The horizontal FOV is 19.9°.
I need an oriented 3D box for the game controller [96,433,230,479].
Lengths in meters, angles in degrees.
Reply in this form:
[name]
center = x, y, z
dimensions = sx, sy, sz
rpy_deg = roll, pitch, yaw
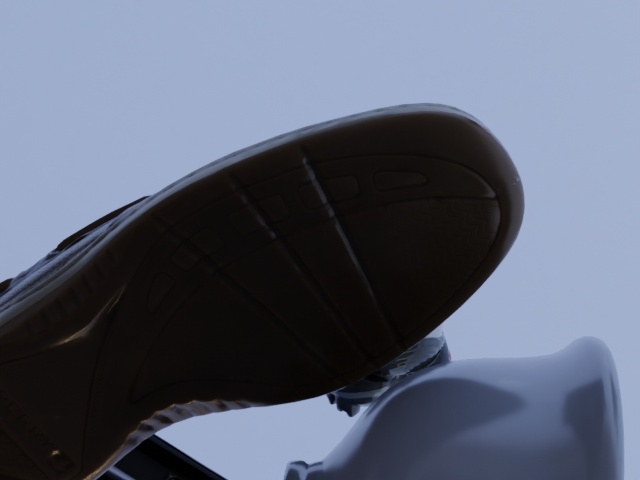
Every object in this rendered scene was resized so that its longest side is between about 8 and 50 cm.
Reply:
[game controller]
center = -0.073, 0.152, 1.070
dimensions = 0.166, 0.319, 0.067
rpy_deg = -10, -130, 57

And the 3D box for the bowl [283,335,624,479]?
[bowl]
center = 0.037, 0.178, 0.814
dimensions = 0.134, 0.298, 0.298
rpy_deg = 11, -77, 1

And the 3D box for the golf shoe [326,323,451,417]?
[golf shoe]
center = 0.000, 0.000, 1.164
dimensions = 0.273, 0.105, 0.120
rpy_deg = 37, -44, 51

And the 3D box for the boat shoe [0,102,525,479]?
[boat shoe]
center = -0.065, 0.021, 0.865
dimensions = 0.342, 0.123, 0.123
rpy_deg = -31, -67, 17
